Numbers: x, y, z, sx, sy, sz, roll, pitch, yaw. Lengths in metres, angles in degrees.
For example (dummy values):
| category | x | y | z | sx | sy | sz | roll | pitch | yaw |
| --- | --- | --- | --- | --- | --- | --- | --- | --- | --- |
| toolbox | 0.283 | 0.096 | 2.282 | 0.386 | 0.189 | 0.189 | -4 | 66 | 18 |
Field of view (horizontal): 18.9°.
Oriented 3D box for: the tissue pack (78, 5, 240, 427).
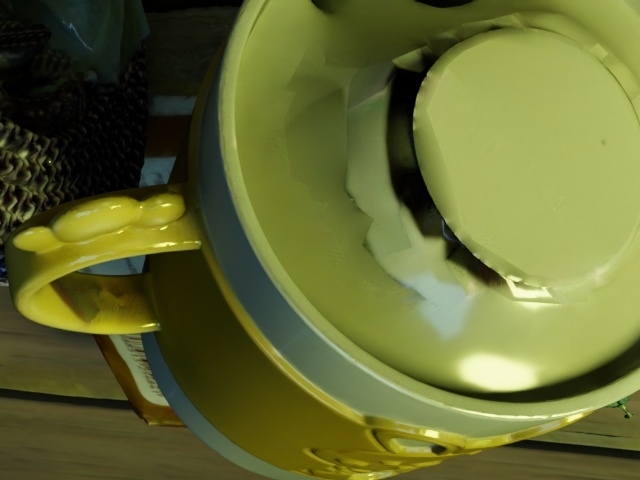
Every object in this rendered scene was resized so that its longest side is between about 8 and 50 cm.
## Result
| category | x | y | z | sx | sy | sz | roll | pitch | yaw |
| --- | --- | --- | --- | --- | --- | --- | --- | --- | --- |
| tissue pack | -0.043 | -0.006 | 0.936 | 0.183 | 0.092 | 0.226 | -3 | 132 | 22 |

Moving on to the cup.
| category | x | y | z | sx | sy | sz | roll | pitch | yaw |
| --- | --- | --- | --- | --- | --- | --- | --- | --- | --- |
| cup | 0.000 | 0.000 | 0.702 | 0.241 | 0.185 | 0.226 | -5 | 164 | -19 |

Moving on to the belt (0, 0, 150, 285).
| category | x | y | z | sx | sy | sz | roll | pitch | yaw |
| --- | --- | --- | --- | --- | --- | --- | --- | --- | --- |
| belt | -0.160 | -0.128 | 0.725 | 0.122 | 0.260 | 0.325 | -6 | 126 | 21 |

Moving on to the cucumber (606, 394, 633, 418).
| category | x | y | z | sx | sy | sz | roll | pitch | yaw |
| --- | --- | --- | --- | --- | --- | --- | --- | --- | --- |
| cucumber | 0.128 | 0.032 | 0.955 | 0.039 | 0.039 | 0.168 | -2 | 131 | 21 |
